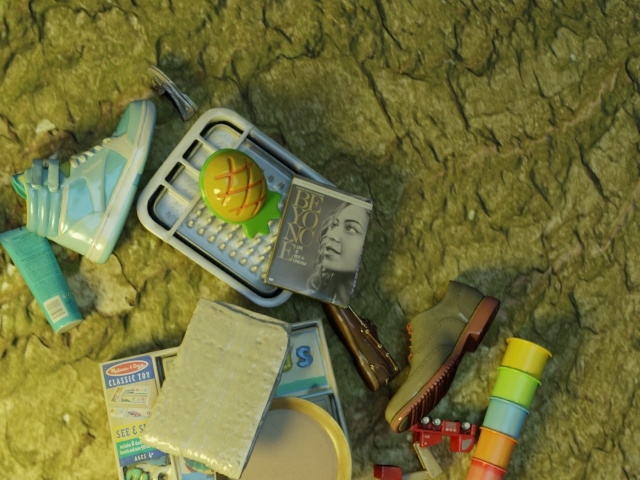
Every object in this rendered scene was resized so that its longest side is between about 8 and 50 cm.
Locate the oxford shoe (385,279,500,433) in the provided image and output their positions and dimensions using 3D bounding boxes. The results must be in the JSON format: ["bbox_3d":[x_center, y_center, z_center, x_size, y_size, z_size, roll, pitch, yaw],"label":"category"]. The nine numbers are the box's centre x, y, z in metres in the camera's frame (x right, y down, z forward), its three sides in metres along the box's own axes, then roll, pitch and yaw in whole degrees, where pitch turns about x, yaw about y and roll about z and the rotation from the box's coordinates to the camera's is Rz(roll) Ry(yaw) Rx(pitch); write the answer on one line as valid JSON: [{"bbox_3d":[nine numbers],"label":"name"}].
[{"bbox_3d":[0.210,0.219,1.529,0.130,0.123,0.348,31,56,20],"label":"oxford shoe"}]

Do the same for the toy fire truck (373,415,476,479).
[{"bbox_3d":[0.204,0.406,1.522,0.192,0.047,0.135,11,77,-14],"label":"toy fire truck"}]

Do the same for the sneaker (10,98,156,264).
[{"bbox_3d":[-0.425,-0.136,1.414,0.208,0.127,0.318,20,73,-15],"label":"sneaker"}]

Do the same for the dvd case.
[{"bbox_3d":[0.000,0.000,1.490,0.165,0.018,0.221,18,72,-12],"label":"dvd case"}]

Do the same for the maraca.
[{"bbox_3d":[-0.143,-0.084,1.430,0.185,0.099,0.127,45,71,-31],"label":"maraca"}]

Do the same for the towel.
[{"bbox_3d":[-0.172,0.244,1.357,0.187,0.049,0.282,18,66,8],"label":"towel"}]

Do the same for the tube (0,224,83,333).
[{"bbox_3d":[-0.489,0.064,1.400,0.080,0.052,0.207,-24,80,-32],"label":"tube"}]

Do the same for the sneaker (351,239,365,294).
[{"bbox_3d":[0.037,0.028,1.544,0.075,0.063,0.170,13,80,-19],"label":"sneaker"}]

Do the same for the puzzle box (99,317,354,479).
[{"bbox_3d":[-0.165,0.307,1.411,0.409,0.052,0.271,-11,77,-13],"label":"puzzle box"}]

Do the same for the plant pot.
[{"bbox_3d":[-0.064,0.389,1.363,0.237,0.032,0.236,2,76,-9],"label":"plant pot"}]

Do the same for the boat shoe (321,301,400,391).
[{"bbox_3d":[0.078,0.186,1.521,0.073,0.073,0.206,-31,96,-18],"label":"boat shoe"}]

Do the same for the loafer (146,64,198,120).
[{"bbox_3d":[-0.292,-0.285,1.529,0.125,0.045,0.039,43,78,-7],"label":"loafer"}]

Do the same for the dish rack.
[{"bbox_3d":[-0.149,-0.058,1.506,0.333,0.072,0.285,36,71,-6],"label":"dish rack"}]

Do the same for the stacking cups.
[{"bbox_3d":[0.357,0.352,1.563,0.096,0.096,0.316,27,78,-9],"label":"stacking cups"}]
